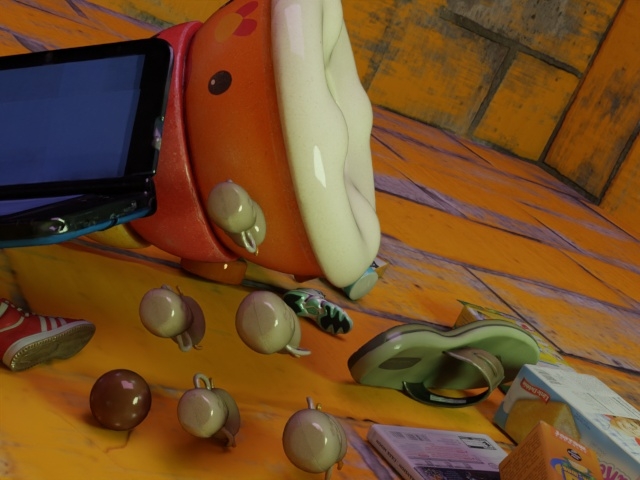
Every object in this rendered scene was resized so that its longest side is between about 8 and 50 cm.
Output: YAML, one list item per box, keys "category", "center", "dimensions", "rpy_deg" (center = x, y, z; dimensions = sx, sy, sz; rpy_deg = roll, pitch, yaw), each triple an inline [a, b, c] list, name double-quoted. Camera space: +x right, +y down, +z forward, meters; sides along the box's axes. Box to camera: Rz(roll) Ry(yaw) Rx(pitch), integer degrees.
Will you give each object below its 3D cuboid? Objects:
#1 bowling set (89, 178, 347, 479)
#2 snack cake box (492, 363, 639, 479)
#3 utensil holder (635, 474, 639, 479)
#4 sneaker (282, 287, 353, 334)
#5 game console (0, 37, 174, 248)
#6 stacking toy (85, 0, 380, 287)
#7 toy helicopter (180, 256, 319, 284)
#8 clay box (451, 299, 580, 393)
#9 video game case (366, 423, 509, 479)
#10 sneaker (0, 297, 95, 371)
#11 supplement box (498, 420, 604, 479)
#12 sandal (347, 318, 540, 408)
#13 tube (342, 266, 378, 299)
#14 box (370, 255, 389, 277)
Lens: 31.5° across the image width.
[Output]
- category: "bowling set"
  center: [-0.105, 0.101, 1.032]
  dimensions: [0.154, 0.199, 0.287]
  rpy_deg: [50, 23, -79]
- category: "snack cake box"
  center: [0.353, 0.261, 1.356]
  dimensions: [0.152, 0.089, 0.264]
  rpy_deg: [15, 19, -41]
- category: "utensil holder"
  center: [0.428, 0.326, 0.819]
  dimensions: [0.327, 0.328, 0.385]
  rpy_deg: [16, 15, -31]
- category: "sneaker"
  center: [0.002, 0.085, 1.474]
  dimensions: [0.098, 0.038, 0.069]
  rpy_deg: [28, 16, 6]
- category: "game console"
  center: [-0.311, -0.092, 1.070]
  dimensions: [0.293, 0.173, 0.250]
  rpy_deg: [-3, 9, 22]
- category: "stacking toy"
  center: [-0.189, -0.093, 1.248]
  dimensions: [0.479, 0.351, 0.350]
  rpy_deg: [-9, 12, 10]
- category: "toy helicopter"
  center: [-0.060, -0.012, 1.546]
  dimensions: [0.234, 0.140, 0.355]
  rpy_deg: [17, 4, -8]
- category: "clay box"
  center: [0.280, 0.164, 1.631]
  dimensions: [0.127, 0.053, 0.222]
  rpy_deg: [18, 16, -27]
- category: "video game case"
  center: [0.164, 0.257, 1.196]
  dimensions: [0.190, 0.022, 0.173]
  rpy_deg: [14, 19, -41]
- category: "sneaker"
  center: [-0.265, 0.081, 1.051]
  dimensions: [0.067, 0.042, 0.118]
  rpy_deg: [35, 19, 20]
- category: "supplement box"
  center: [0.231, 0.272, 1.083]
  dimensions: [0.078, 0.080, 0.233]
  rpy_deg: [31, 19, -10]
- category: "sandal"
  center: [0.156, 0.162, 1.367]
  dimensions: [0.302, 0.120, 0.086]
  rpy_deg: [3, 45, -43]
- category: "tube"
  center: [0.000, 0.000, 1.659]
  dimensions: [0.052, 0.080, 0.207]
  rpy_deg: [-23, 56, -34]
- category: "box"
  center: [0.046, 0.034, 1.742]
  dimensions: [0.081, 0.028, 0.136]
  rpy_deg: [30, 18, 16]
